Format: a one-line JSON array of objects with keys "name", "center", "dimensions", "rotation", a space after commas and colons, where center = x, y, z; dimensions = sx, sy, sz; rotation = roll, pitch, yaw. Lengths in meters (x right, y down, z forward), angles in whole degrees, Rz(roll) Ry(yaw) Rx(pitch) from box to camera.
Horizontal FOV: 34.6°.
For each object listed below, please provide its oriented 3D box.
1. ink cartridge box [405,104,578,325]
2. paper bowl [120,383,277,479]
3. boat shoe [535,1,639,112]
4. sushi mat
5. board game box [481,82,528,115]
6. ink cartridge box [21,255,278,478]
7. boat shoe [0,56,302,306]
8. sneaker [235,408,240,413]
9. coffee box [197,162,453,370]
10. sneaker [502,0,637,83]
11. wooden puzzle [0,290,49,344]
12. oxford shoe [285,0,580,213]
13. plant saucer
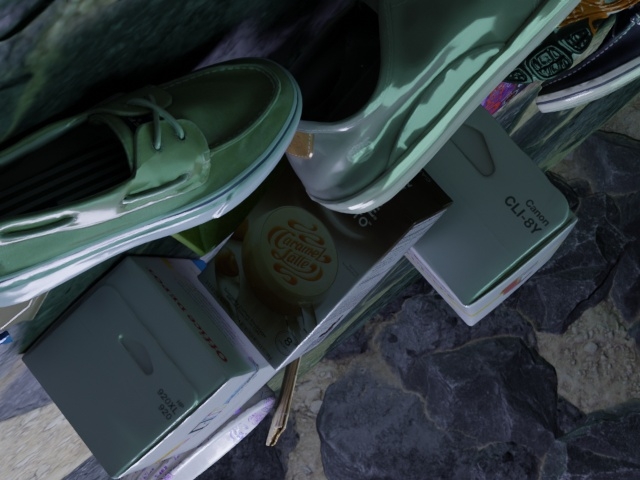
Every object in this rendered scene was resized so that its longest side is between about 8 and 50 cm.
[{"name": "ink cartridge box", "center": [0.150, -0.054, 1.265], "dimensions": [0.160, 0.279, 0.385], "rotation": [-41, 169, 1]}, {"name": "paper bowl", "center": [-0.223, 0.300, 1.706], "dimensions": [0.284, 0.148, 0.284], "rotation": [-40, 170, -9]}, {"name": "boat shoe", "center": [0.593, -0.393, 1.830], "dimensions": [0.500, 0.156, 0.187], "rotation": [-33, 178, 21]}, {"name": "sushi mat", "center": [-0.044, 0.193, 1.784], "dimensions": [0.151, 0.019, 0.316], "rotation": [112, -8, -63]}, {"name": "board game box", "center": [0.305, -0.292, 1.486], "dimensions": [0.208, 0.056, 0.347], "rotation": [-35, 169, -9]}, {"name": "ink cartridge box", "center": [-0.176, 0.133, 1.147], "dimensions": [0.168, 0.171, 0.233], "rotation": [-43, 169, 8]}, {"name": "boat shoe", "center": [-0.133, -0.054, 0.735], "dimensions": [0.302, 0.109, 0.094], "rotation": [-35, 164, -23]}, {"name": "sneaker", "center": [-0.131, 0.140, 1.367], "dimensions": [0.282, 0.161, 0.102], "rotation": [-48, 166, 24]}, {"name": "coffee box", "center": [0.000, 0.000, 1.074], "dimensions": [0.246, 0.141, 0.098], "rotation": [-49, 166, 31]}, {"name": "sneaker", "center": [0.286, -0.287, 1.256], "dimensions": [0.262, 0.121, 0.099], "rotation": [-36, 124, -11]}, {"name": "wooden puzzle", "center": [-0.281, 0.061, 0.920], "dimensions": [0.116, 0.014, 0.078], "rotation": [-49, 163, 32]}, {"name": "oxford shoe", "center": [0.115, -0.222, 0.848], "dimensions": [0.130, 0.169, 0.449], "rotation": [36, 97, -35]}, {"name": "plant saucer", "center": [-0.077, -0.073, 1.009], "dimensions": [0.188, 0.045, 0.188], "rotation": [-42, 169, -2]}]
